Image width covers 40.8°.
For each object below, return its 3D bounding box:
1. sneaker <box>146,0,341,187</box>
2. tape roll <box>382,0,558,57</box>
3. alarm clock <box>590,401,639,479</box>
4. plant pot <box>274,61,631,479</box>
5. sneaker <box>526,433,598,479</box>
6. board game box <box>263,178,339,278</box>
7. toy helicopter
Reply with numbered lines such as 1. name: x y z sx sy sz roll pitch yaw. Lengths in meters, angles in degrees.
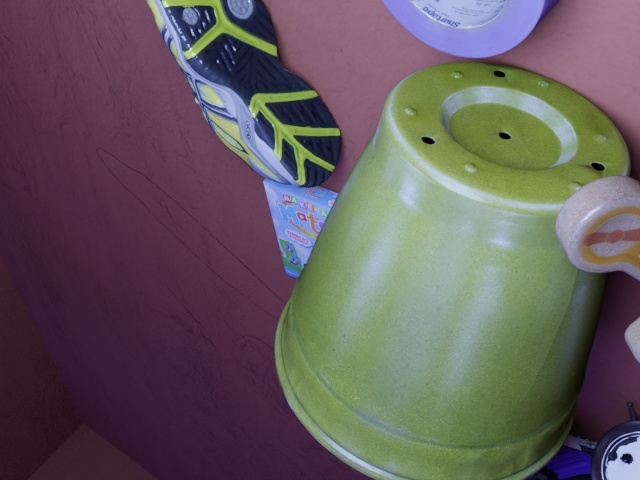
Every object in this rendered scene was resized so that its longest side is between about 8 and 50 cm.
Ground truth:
1. sneaker: -0.129 -0.220 1.103 0.147 0.145 0.384 0 128 49
2. tape roll: 0.138 -0.269 0.791 0.189 0.080 0.189 29 147 21
3. alarm clock: 0.412 0.319 1.119 0.129 0.192 0.064 24 178 28
4. plant pot: 0.151 0.018 0.917 0.366 0.366 0.353 31 136 20
5. sneaker: 0.312 0.341 1.227 0.293 0.146 0.102 9 116 20
6. board game box: 0.000 0.000 1.332 0.160 0.039 0.211 24 144 30
7. toy helicopter: 0.351 0.022 0.762 0.355 0.140 0.235 23 123 -32
